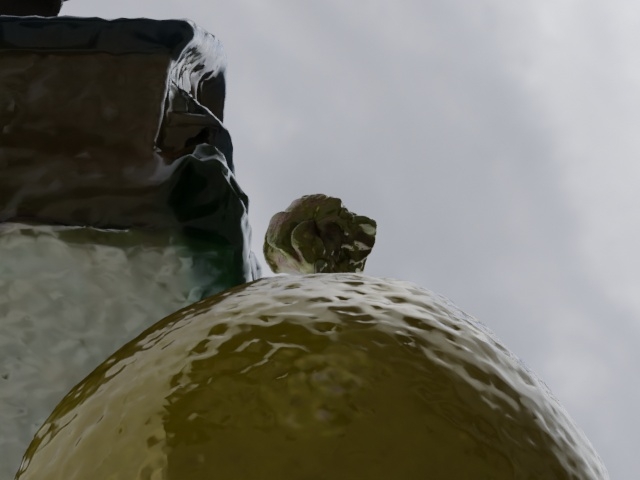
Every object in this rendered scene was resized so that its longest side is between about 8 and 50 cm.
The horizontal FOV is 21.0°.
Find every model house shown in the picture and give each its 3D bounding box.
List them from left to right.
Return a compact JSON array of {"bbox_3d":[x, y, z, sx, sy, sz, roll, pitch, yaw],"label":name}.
[{"bbox_3d":[-0.196,0.018,1.225,0.334,0.382,0.343,1,-142,3],"label":"model house"}]

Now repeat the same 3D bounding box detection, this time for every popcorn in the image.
[{"bbox_3d":[-0.002,0.000,1.712,0.109,0.089,0.097,7,-103,-11],"label":"popcorn"}]

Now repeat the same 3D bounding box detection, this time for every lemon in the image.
[{"bbox_3d":[-0.002,0.136,0.659,0.245,0.245,0.320,47,-160,-3],"label":"lemon"}]

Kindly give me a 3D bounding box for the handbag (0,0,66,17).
[{"bbox_3d":[-0.328,-0.186,1.510,0.113,0.257,0.285,65,-150,-63],"label":"handbag"}]
